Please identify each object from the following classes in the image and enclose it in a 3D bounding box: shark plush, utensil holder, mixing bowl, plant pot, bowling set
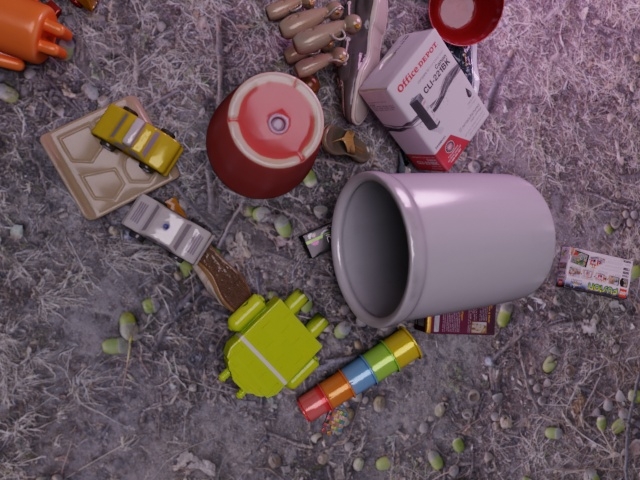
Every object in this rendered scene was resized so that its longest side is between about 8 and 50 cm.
[{"bbox_3d":[0.196,-0.150,1.321,0.067,0.073,0.161,3,94,17],"label":"shark plush"},{"bbox_3d":[0.265,0.009,1.172,0.385,0.327,0.327,-4,90,-25],"label":"utensil holder"},{"bbox_3d":[0.348,-0.573,1.296,0.181,0.098,0.181,0,109,1],"label":"mixing bowl"},{"bbox_3d":[-0.112,-0.235,1.153,0.275,0.243,0.275,0,90,-14],"label":"plant pot"},{"bbox_3d":[-0.005,-0.455,1.237,0.154,0.287,0.200,-23,137,-5],"label":"bowling set"}]

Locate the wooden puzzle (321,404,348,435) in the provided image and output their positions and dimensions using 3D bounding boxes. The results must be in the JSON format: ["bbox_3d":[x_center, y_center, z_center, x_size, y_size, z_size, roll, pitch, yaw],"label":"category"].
[{"bbox_3d":[0.037,0.443,1.298,0.049,0.006,0.083,23,84,-12],"label":"wooden puzzle"}]

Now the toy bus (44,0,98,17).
[{"bbox_3d":[-0.558,-0.591,1.124,0.202,0.104,0.191,-19,93,-13],"label":"toy bus"}]

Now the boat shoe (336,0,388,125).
[{"bbox_3d":[0.088,-0.444,1.284,0.095,0.112,0.335,10,86,27],"label":"boat shoe"}]

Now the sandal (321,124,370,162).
[{"bbox_3d":[0.070,-0.230,1.250,0.180,0.049,0.072,13,77,-47],"label":"sandal"}]

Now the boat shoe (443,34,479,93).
[{"bbox_3d":[0.356,-0.439,1.359,0.083,0.065,0.183,1,82,-9],"label":"boat shoe"}]

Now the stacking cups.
[{"bbox_3d":[0.093,0.329,1.266,0.316,0.096,0.096,-31,96,-12],"label":"stacking cups"}]

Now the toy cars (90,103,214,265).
[{"bbox_3d":[-0.361,-0.124,1.123,0.176,0.087,0.393,-19,88,-12],"label":"toy cars"}]

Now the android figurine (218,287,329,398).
[{"bbox_3d":[-0.111,0.246,1.220,0.273,0.056,0.248,-45,112,-12],"label":"android figurine"}]

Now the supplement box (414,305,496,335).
[{"bbox_3d":[0.341,0.181,1.334,0.188,0.081,0.104,4,88,-12],"label":"supplement box"}]

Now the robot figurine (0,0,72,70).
[{"bbox_3d":[-0.641,-0.447,1.092,0.219,0.158,0.128,19,46,-12],"label":"robot figurine"}]

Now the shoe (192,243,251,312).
[{"bbox_3d":[-0.237,0.082,1.220,0.076,0.058,0.219,-41,102,-31],"label":"shoe"}]

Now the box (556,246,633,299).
[{"bbox_3d":[0.757,0.091,1.454,0.207,0.036,0.114,12,87,-13],"label":"box"}]

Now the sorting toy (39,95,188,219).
[{"bbox_3d":[-0.442,-0.144,1.183,0.229,0.041,0.307,-30,96,-16],"label":"sorting toy"}]

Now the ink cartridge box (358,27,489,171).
[{"bbox_3d":[0.250,-0.328,1.255,0.273,0.114,0.197,44,76,-29],"label":"ink cartridge box"}]

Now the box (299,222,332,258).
[{"bbox_3d":[0.000,0.000,1.273,0.083,0.052,0.062,-25,94,-13],"label":"box"}]
